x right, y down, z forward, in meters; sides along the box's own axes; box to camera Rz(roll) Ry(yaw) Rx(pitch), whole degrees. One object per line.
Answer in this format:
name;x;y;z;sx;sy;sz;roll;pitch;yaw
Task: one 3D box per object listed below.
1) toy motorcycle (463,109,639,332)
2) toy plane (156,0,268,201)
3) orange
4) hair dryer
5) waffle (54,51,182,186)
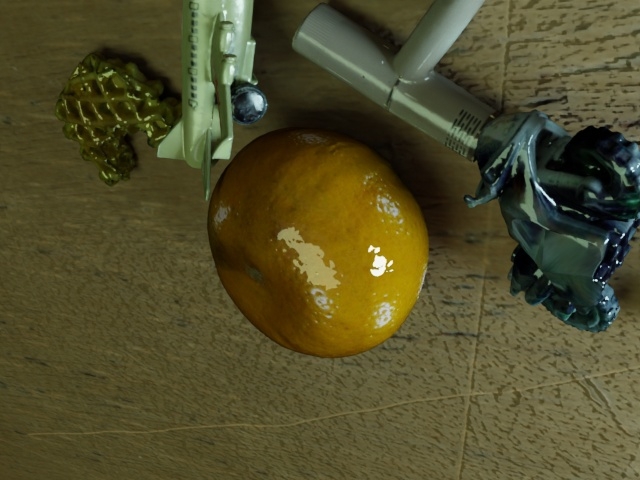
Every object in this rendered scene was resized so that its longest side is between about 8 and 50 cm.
toy motorcycle;0.200;-0.018;1.069;0.159;0.106;0.270;32;154;19
toy plane;-0.094;-0.168;1.157;0.092;0.229;0.244;8;115;-18
orange;0.000;0.000;1.208;0.240;0.171;0.240;29;142;25
hair dryer;0.082;-0.192;1.038;0.195;0.053;0.220;33;142;13
waffle;-0.225;-0.129;1.382;0.149;0.051;0.194;46;143;-3
